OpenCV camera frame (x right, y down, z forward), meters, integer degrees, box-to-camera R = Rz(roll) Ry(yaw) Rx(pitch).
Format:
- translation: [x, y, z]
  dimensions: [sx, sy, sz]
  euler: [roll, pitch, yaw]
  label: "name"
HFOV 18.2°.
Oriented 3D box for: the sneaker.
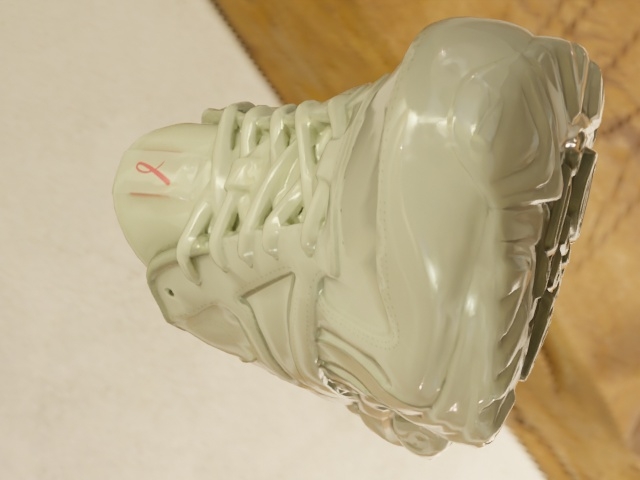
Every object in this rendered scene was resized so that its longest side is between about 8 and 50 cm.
- translation: [0.000, 0.000, 0.509]
  dimensions: [0.232, 0.115, 0.090]
  euler: [108, -179, -73]
  label: "sneaker"
